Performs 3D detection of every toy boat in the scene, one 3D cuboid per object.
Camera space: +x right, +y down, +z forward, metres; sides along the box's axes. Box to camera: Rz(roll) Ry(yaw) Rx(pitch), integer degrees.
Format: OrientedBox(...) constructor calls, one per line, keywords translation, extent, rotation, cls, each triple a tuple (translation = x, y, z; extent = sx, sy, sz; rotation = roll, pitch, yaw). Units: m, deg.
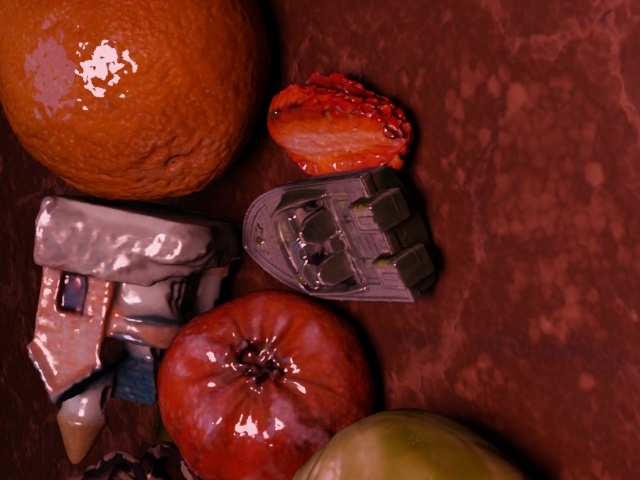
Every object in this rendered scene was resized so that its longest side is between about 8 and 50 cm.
OrientedBox(translation=(0.000, 0.000, 1.291), extent=(0.319, 0.092, 0.141), rotation=(-3, 114, 57), cls="toy boat")

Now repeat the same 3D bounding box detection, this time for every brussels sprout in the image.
OrientedBox(translation=(0.095, 0.320, 1.117), extent=(0.328, 0.247, 0.328), rotation=(-31, 55, 59), cls="brussels sprout")

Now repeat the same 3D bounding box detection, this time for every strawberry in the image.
OrientedBox(translation=(0.029, -0.120, 1.251), extent=(0.188, 0.082, 0.121), rotation=(5, 142, 42), cls="strawberry")

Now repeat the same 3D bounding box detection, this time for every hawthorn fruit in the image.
OrientedBox(translation=(-0.056, 0.191, 1.342), extent=(0.242, 0.242, 0.272), rotation=(59, 166, 28), cls="hawthorn fruit")

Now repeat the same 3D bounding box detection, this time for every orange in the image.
OrientedBox(translation=(-0.220, -0.228, 1.364), extent=(0.322, 0.322, 0.357), rotation=(-49, 51, 48), cls="orange")

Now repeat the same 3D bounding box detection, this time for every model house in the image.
OrientedBox(translation=(-0.223, 0.119, 1.413), extent=(0.194, 0.267, 0.325), rotation=(14, 94, 9), cls="model house")

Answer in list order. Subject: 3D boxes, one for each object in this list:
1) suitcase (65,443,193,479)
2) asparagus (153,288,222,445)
OrientedBox(translation=(-0.257, 0.457, 1.688), extent=(0.351, 0.194, 0.339), rotation=(22, 113, 51), cls="suitcase")
OrientedBox(translation=(-0.183, 0.165, 1.632), extent=(0.067, 0.060, 0.278), rotation=(51, 138, 37), cls="asparagus")
